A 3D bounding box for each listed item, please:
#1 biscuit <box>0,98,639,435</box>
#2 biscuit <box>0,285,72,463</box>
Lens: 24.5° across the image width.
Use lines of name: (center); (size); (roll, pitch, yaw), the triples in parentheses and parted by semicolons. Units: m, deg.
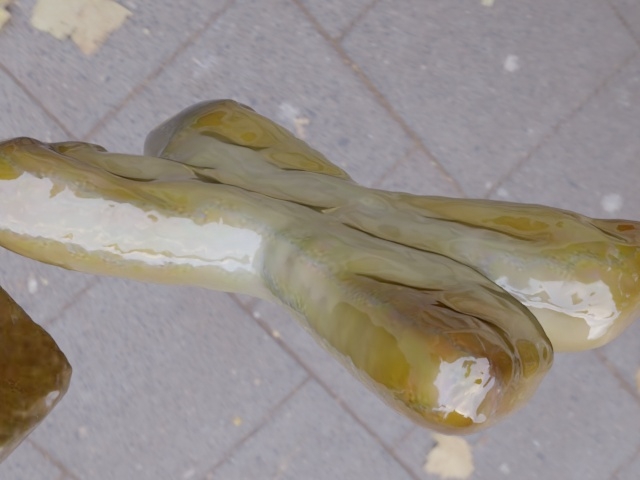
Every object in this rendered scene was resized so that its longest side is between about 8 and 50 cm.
biscuit: (0.000, 0.001, 0.505); (0.164, 0.208, 0.047); (-23, 128, -53)
biscuit: (-0.239, 0.046, 0.552); (0.301, 0.278, 0.043); (14, 144, -27)
